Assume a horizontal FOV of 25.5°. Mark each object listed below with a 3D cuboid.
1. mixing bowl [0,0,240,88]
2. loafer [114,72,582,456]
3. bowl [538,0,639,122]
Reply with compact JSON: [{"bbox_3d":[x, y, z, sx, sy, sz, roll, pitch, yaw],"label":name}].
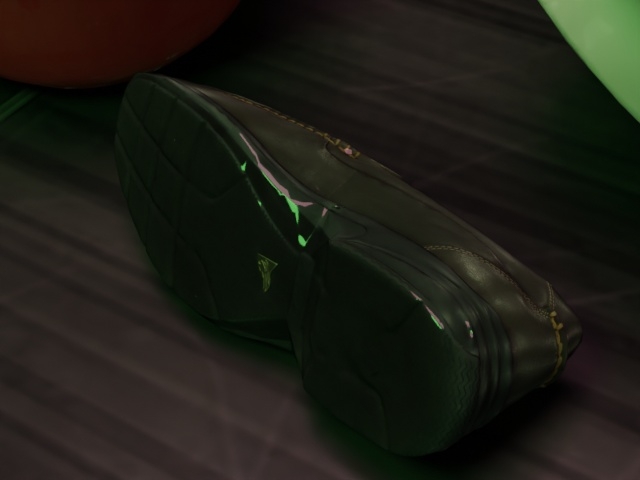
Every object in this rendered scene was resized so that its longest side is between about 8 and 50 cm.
[{"bbox_3d":[-0.090,-0.121,0.519,0.181,0.098,0.181,-3,42,3],"label":"mixing bowl"},{"bbox_3d":[0.000,0.000,0.410,0.061,0.062,0.170,-11,39,-40],"label":"loafer"},{"bbox_3d":[0.147,-0.107,0.406,0.156,0.289,0.289,-41,32,27],"label":"bowl"}]
